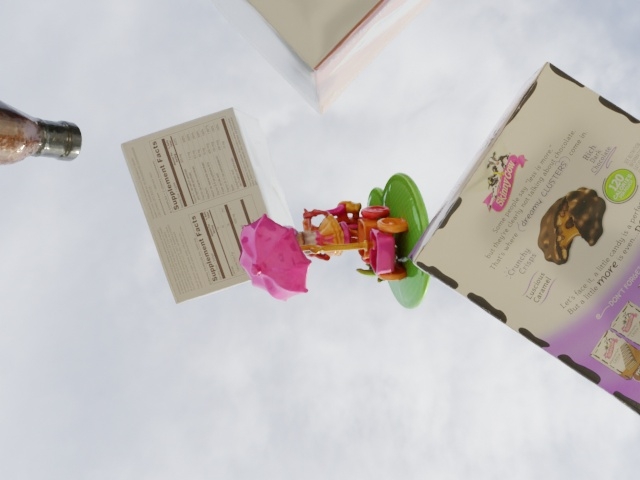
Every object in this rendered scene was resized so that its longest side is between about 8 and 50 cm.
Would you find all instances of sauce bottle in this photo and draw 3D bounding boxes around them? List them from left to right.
[{"bbox_3d":[-0.202,-0.064,0.395,0.042,0.128,0.042,0,-91,34],"label":"sauce bottle"}]

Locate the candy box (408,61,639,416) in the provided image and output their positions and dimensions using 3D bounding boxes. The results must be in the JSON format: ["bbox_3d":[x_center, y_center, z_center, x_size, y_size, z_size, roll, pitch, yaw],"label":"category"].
[{"bbox_3d":[0.188,0.000,0.482,0.196,0.070,0.165,34,-86,3],"label":"candy box"}]

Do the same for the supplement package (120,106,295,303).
[{"bbox_3d":[-0.133,-0.053,0.917,0.145,0.262,0.204,-18,-84,4],"label":"supplement package"}]

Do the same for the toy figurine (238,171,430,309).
[{"bbox_3d":[0.000,0.000,0.646,0.159,0.173,0.130,-5,-71,-12],"label":"toy figurine"}]

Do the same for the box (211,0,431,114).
[{"bbox_3d":[0.014,-0.257,0.598,0.168,0.345,0.215,45,-85,-3],"label":"box"}]
